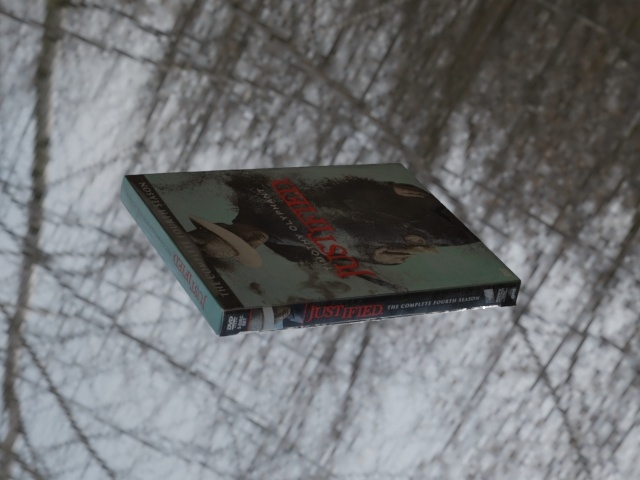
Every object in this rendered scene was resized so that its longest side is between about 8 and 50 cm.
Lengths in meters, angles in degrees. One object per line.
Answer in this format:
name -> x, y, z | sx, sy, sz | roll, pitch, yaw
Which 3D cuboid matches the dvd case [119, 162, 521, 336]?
dvd case -> 0.000, 0.000, 0.494 | 0.119, 0.013, 0.087 | -5, -146, -30
